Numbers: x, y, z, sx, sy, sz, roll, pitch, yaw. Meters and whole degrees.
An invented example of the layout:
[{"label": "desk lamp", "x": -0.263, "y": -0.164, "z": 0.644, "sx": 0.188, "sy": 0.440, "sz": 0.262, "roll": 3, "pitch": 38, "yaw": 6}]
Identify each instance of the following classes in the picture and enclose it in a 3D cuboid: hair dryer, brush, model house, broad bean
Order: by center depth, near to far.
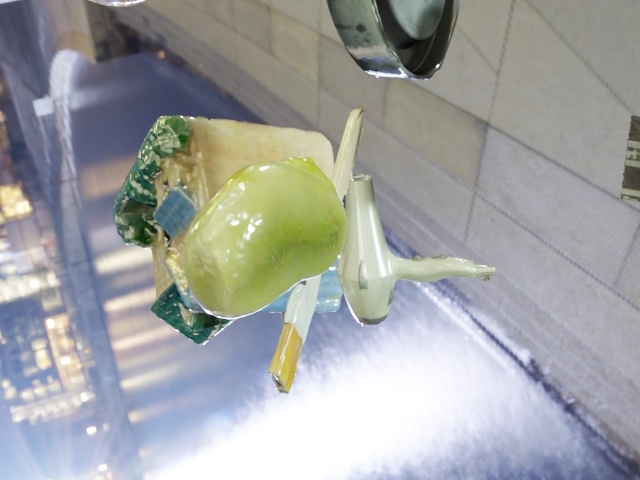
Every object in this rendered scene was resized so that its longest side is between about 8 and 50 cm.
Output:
[{"label": "broad bean", "x": -0.041, "y": -0.007, "z": 0.782, "sx": 0.082, "sy": 0.174, "sz": 0.124, "roll": 7, "pitch": 109, "yaw": 31}, {"label": "brush", "x": 0.000, "y": 0.000, "z": 1.011, "sx": 0.085, "sy": 0.020, "sz": 0.336, "roll": 74, "pitch": -150, "yaw": -64}, {"label": "hair dryer", "x": 0.111, "y": -0.004, "z": 1.334, "sx": 0.219, "sy": 0.225, "sz": 0.088, "roll": 63, "pitch": -161, "yaw": -12}, {"label": "model house", "x": -0.177, "y": 0.017, "z": 1.652, "sx": 0.382, "sy": 0.335, "sz": 0.342, "roll": -38, "pitch": 56, "yaw": 51}]

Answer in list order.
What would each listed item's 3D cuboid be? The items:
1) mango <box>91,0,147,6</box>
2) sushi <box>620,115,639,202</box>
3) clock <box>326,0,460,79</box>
[{"label": "mango", "x": -0.262, "y": -0.524, "z": 1.324, "sx": 0.446, "sy": 0.232, "sz": 0.300, "roll": -26, "pitch": 73, "yaw": 50}, {"label": "sushi", "x": 0.740, "y": -0.073, "z": 1.701, "sx": 0.100, "sy": 0.373, "sz": 0.296, "roll": -66, "pitch": -23, "yaw": -22}, {"label": "clock", "x": 0.095, "y": -0.363, "z": 1.159, "sx": 0.067, "sy": 0.325, "sz": 0.325, "roll": 0, "pitch": 111, "yaw": 28}]
